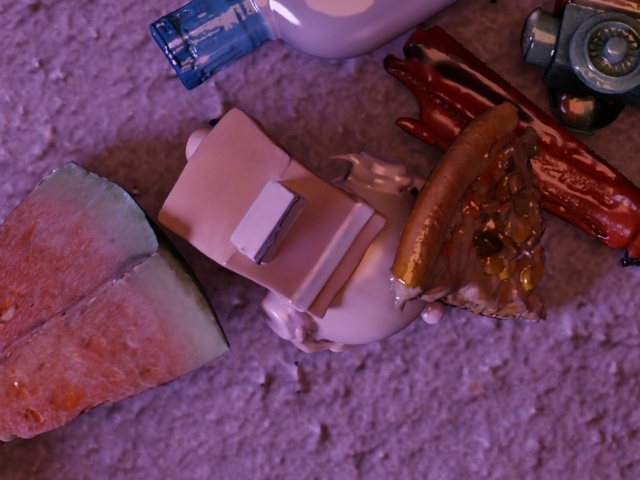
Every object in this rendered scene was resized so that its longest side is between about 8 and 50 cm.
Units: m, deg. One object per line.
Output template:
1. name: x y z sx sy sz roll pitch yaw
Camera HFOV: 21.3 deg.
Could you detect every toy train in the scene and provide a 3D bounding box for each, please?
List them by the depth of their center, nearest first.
1. toy train: 0.302 -0.161 1.331 0.285 0.116 0.177 13 74 1

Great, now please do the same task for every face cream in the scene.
1. face cream: 0.023 -0.229 1.335 0.337 0.080 0.163 -31 79 -3

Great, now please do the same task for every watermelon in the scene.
1. watermelon: -0.220 0.073 1.289 0.257 0.193 0.140 -35 119 -6

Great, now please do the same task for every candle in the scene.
1. candle: 0.178 -0.063 1.341 0.302 0.059 0.084 33 96 1

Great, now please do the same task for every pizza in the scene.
1. pizza: 0.132 0.009 1.283 0.052 0.195 0.185 17 65 39

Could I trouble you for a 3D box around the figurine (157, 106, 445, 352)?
1. figurine: 0.003 0.002 1.283 0.237 0.141 0.162 25 97 -41
